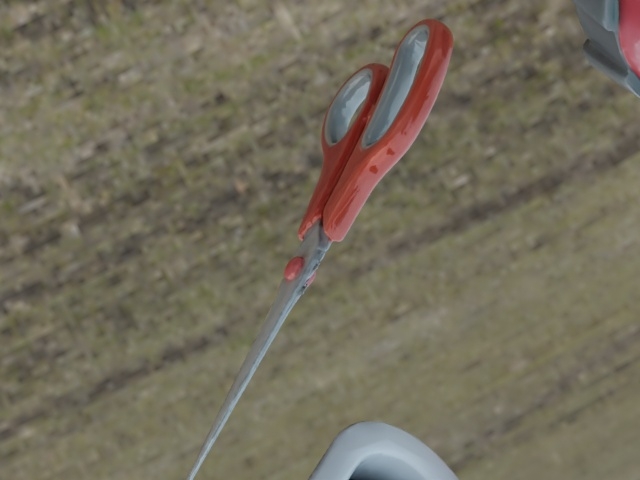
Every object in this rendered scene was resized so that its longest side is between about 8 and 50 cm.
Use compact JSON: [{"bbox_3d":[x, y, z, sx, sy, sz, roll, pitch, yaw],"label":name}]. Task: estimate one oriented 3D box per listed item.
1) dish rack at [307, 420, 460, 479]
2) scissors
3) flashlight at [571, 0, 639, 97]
[{"bbox_3d":[0.064,0.263,0.744,0.072,0.333,0.285,-36,-171,34],"label":"dish rack"},{"bbox_3d":[0.000,0.000,1.005,0.109,0.021,0.297,-21,-141,52],"label":"scissors"},{"bbox_3d":[0.190,-0.052,0.598,0.103,0.304,0.103,34,98,-32],"label":"flashlight"}]
